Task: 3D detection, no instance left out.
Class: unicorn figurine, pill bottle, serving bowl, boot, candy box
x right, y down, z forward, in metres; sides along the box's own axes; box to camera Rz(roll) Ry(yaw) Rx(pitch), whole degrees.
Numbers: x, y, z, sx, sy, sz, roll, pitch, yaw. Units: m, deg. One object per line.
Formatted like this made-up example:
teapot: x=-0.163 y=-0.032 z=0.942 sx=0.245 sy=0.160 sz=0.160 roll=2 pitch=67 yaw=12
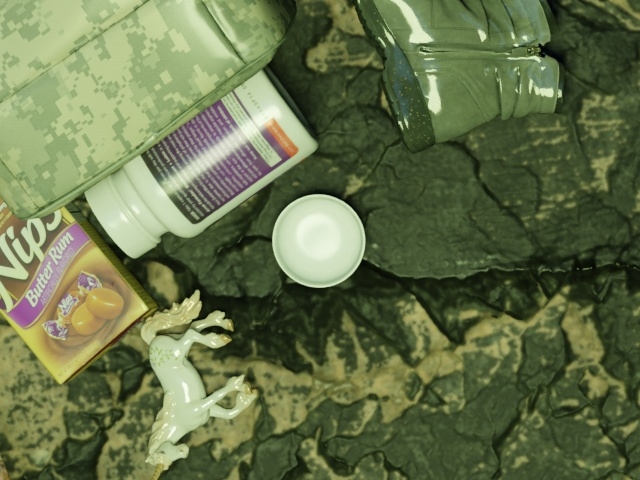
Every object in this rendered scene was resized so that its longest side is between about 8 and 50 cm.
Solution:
unicorn figurine: x=-0.118 y=0.136 z=1.789 sx=0.111 sy=0.060 sz=0.162 roll=-20 pitch=73 yaw=7
pill bottle: x=-0.108 y=-0.071 z=1.751 sx=0.193 sy=0.108 sz=0.108 roll=-35 pitch=88 yaw=6
serving bowl: x=0.000 y=0.000 z=1.781 sx=0.083 sy=0.027 sz=0.083 roll=0 pitch=92 yaw=7
boot: x=0.114 y=-0.208 z=1.747 sx=0.161 sy=0.083 sz=0.246 roll=-20 pitch=95 yaw=0
candy box: x=-0.249 y=0.024 z=1.798 sx=0.109 sy=0.053 sz=0.187 roll=-41 pitch=86 yaw=7

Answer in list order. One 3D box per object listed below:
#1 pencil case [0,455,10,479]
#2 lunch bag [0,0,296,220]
pencil case: x=-0.375 y=0.148 z=1.760 sx=0.183 sy=0.160 sz=0.410 roll=-23 pitch=88 yaw=28
lunch bag: x=-0.200 y=-0.209 z=1.669 sx=0.305 sy=0.212 sz=0.256 roll=-32 pitch=107 yaw=16
